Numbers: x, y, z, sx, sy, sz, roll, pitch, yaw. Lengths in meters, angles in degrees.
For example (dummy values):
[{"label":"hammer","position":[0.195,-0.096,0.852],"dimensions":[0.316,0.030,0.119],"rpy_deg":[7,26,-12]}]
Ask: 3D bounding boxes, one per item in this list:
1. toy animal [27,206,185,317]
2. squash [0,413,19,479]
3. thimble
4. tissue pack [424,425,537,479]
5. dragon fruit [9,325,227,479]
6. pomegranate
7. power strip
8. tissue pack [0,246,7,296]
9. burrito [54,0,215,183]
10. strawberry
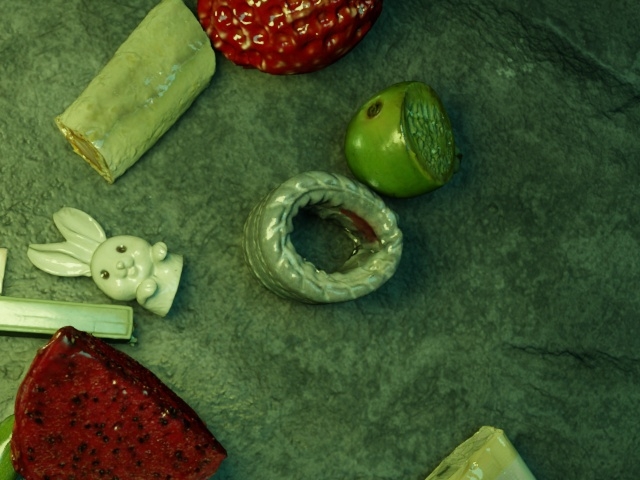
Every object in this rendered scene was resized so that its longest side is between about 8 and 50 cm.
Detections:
[{"label":"toy animal","position":[-0.311,0.027,1.228],"dimensions":[0.220,0.131,0.104],"rpy_deg":[24,82,-14]},{"label":"squash","position":[-0.462,0.348,1.135],"dimensions":[0.071,0.080,0.318],"rpy_deg":[16,68,22]},{"label":"thimble","position":[0.000,0.000,1.330],"dimensions":[0.236,0.172,0.205],"rpy_deg":[-6,85,-20]},{"label":"tissue pack","position":[0.287,0.447,1.391],"dimensions":[0.186,0.090,0.222],"rpy_deg":[-35,93,-21]},{"label":"dragon fruit","position":[-0.317,0.258,1.176],"dimensions":[0.205,0.152,0.317],"rpy_deg":[-46,117,-4]},{"label":"pomegranate","position":[0.137,-0.167,1.431],"dimensions":[0.241,0.159,0.190],"rpy_deg":[-27,99,-51]},{"label":"power strip","position":[-0.396,0.113,1.202],"dimensions":[0.272,0.078,0.052],"rpy_deg":[7,74,-19]},{"label":"tissue pack","position":[-0.496,0.043,1.188],"dimensions":[0.094,0.059,0.074],"rpy_deg":[8,74,-20]},{"label":"burrito","position":[-0.272,-0.240,1.308],"dimensions":[0.143,0.105,0.299],"rpy_deg":[38,70,-6]},{"label":"strawberry","position":[-0.021,-0.423,1.308],"dimensions":[0.317,0.345,0.295],"rpy_deg":[4,77,-21]}]
